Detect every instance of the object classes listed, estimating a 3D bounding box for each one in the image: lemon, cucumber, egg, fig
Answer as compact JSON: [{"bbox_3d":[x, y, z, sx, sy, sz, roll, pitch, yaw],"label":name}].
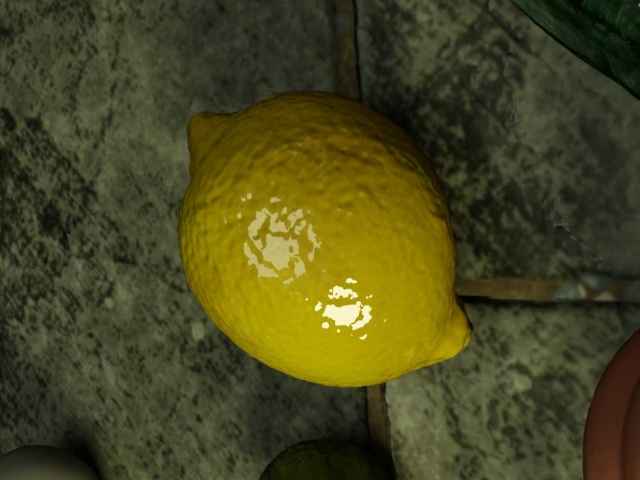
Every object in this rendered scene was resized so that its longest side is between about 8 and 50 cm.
[{"bbox_3d":[0.000,0.000,0.731,0.244,0.187,0.187,44,121,1],"label":"lemon"},{"bbox_3d":[0.151,-0.183,0.669,0.244,0.063,0.115,41,118,24],"label":"cucumber"},{"bbox_3d":[-0.261,0.282,0.983,0.146,0.146,0.198,21,116,31],"label":"egg"},{"bbox_3d":[0.007,0.219,0.778,0.123,0.156,0.123,0,103,-1],"label":"fig"}]

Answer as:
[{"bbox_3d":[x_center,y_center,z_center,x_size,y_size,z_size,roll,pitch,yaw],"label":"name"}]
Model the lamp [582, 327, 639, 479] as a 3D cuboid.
[{"bbox_3d":[0.278,0.141,0.524,0.240,0.305,0.305,-40,69,-14],"label":"lamp"}]
